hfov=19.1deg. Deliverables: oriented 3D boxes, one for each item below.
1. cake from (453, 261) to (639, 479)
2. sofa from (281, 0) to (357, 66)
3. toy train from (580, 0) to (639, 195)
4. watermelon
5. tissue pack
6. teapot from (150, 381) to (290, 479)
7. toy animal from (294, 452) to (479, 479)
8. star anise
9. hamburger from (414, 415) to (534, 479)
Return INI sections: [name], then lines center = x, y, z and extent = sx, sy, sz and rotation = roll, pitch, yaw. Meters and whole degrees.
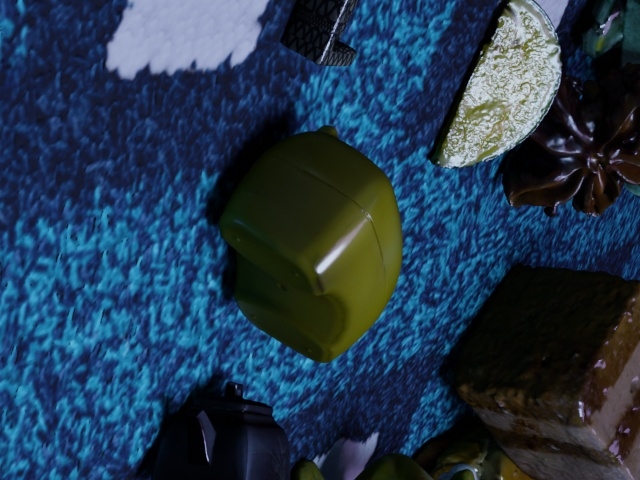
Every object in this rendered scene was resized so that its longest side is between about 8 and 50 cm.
[cake]
center = 0.310, 0.189, 2.231
extent = 0.293, 0.196, 0.199
rotation = 55, 52, -38
[sofa]
center = 0.019, -0.189, 1.405
extent = 0.060, 0.039, 0.118
rotation = -11, 128, -65
[toy train]
center = 0.403, -0.218, 2.131
extent = 0.253, 0.160, 0.397
rotation = -58, 160, -26
[watermelon]
center = 0.169, -0.152, 1.824
extent = 0.092, 0.075, 0.181
rotation = 17, 104, -24
[tissue pack]
center = 0.000, 0.000, 1.486
extent = 0.127, 0.123, 0.178
rotation = -48, 156, -22
[teapot]
center = -0.078, 0.167, 1.597
extent = 0.177, 0.087, 0.096
rotation = 24, 72, -70
[toy animal]
center = 0.065, 0.288, 1.933
extent = 0.363, 0.181, 0.180
rotation = -64, 160, -59
[star anise]
center = 0.286, -0.114, 1.990
extent = 0.220, 0.126, 0.190
rotation = -25, 156, 23
[hamburger]
center = 0.181, 0.370, 2.362
extent = 0.304, 0.174, 0.284
rotation = -34, 135, -64
